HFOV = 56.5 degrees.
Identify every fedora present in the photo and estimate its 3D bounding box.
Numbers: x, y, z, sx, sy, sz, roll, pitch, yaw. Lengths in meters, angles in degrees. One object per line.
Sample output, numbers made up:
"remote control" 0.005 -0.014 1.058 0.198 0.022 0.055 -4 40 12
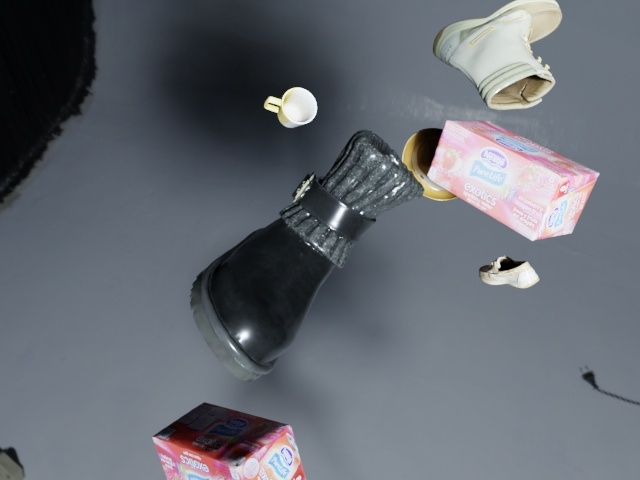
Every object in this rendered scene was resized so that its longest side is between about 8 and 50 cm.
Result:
"fedora" 0.298 -0.197 1.465 0.194 0.079 0.194 1 80 -5

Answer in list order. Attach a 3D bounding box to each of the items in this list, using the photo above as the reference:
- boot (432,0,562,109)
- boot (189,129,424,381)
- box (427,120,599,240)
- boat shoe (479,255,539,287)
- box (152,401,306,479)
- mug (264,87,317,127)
"boot" 0.296 -0.274 0.876 0.213 0.077 0.165 -20 53 -12
"boot" -0.003 -0.004 0.722 0.260 0.131 0.348 -36 14 18
"box" 0.395 -0.137 1.257 0.154 0.142 0.300 -8 34 -37
"boat shoe" 0.407 0.062 1.310 0.063 0.059 0.170 -30 13 -21
"box" -0.166 0.391 1.064 0.256 0.123 0.128 -2 18 43
"mug" -0.051 -0.229 1.028 0.078 0.064 0.062 45 73 -11
